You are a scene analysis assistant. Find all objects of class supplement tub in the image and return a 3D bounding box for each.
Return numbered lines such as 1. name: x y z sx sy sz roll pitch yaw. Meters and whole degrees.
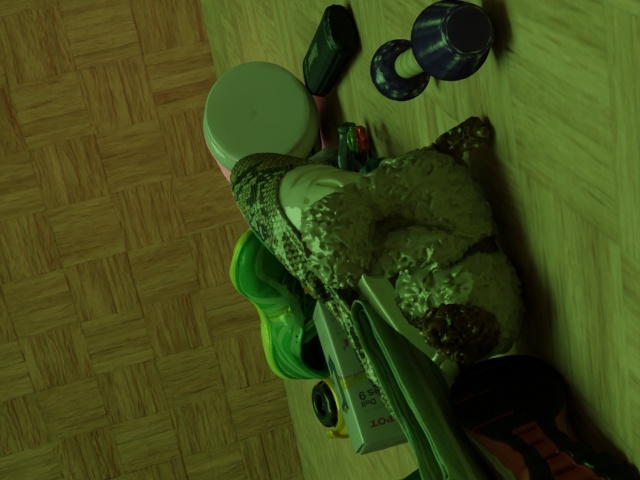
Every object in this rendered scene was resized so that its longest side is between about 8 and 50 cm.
1. supplement tub: -0.095 -0.183 1.923 0.272 0.191 0.191 79 175 -81

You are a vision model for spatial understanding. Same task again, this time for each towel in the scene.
1. towel: 0.155 0.223 1.184 0.325 0.038 0.248 42 -164 -44

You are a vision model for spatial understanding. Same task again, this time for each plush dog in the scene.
1. plush dog: 0.131 0.019 1.167 0.225 0.210 0.262 60 -162 4

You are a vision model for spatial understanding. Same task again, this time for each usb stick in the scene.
1. usb stick: 0.010 -0.278 1.693 0.278 0.045 0.077 141 113 -80

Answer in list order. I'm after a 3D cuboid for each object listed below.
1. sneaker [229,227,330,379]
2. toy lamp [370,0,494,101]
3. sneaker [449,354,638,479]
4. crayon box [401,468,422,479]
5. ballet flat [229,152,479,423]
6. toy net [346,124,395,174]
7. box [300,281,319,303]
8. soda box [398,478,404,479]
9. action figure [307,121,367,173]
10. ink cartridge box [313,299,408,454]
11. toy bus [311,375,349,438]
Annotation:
1. sneaker: -0.044 0.094 1.732 0.123 0.109 0.295 8 133 37
2. toy lamp: 0.110 -0.187 1.139 0.275 0.080 0.080 174 81 -81
3. sneaker: 0.210 0.232 1.094 0.314 0.116 0.136 -120 16 -58
4. crayon box: 0.211 0.396 1.201 0.202 0.081 0.318 44 -166 -40
5. ballet flat: 0.059 0.028 1.449 0.483 0.164 0.182 54 149 19
6. toy net: 0.089 -0.095 1.532 0.232 0.045 0.122 -145 45 -73
7. box: -0.012 0.033 2.141 0.114 0.103 0.203 93 160 -61
8. soda box: 0.179 0.378 1.515 0.216 0.069 0.074 -164 69 -68
9. action figure: 0.000 0.000 1.740 0.330 0.178 0.341 5 -97 -80
10. ink cartridge box: 0.094 0.171 1.568 0.093 0.154 0.212 104 151 -70
11. toy bus: 0.078 0.204 1.811 0.211 0.149 0.220 163 95 -68
